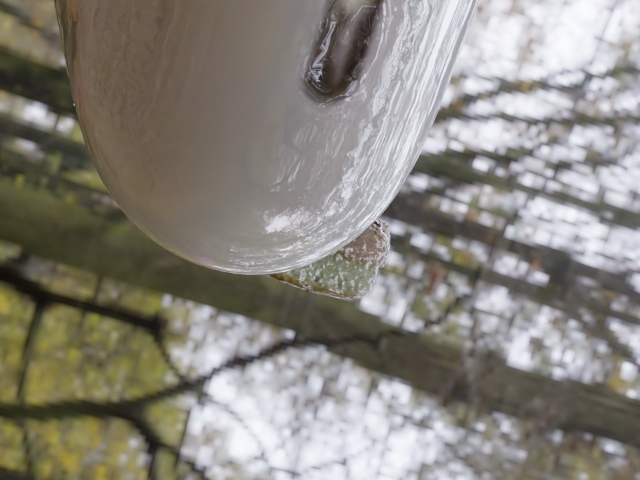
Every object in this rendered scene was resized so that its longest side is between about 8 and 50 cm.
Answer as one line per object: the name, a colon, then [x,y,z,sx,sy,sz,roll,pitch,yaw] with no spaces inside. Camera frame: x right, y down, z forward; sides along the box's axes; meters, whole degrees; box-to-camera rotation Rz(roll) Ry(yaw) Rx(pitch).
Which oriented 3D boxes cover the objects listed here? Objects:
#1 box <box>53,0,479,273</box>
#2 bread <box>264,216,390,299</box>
box: [-0.027,-0.179,0.736,0.349,0.141,0.289,-107,-153,-48]
bread: [0.000,0.000,0.834,0.062,0.109,0.043,24,-84,21]
